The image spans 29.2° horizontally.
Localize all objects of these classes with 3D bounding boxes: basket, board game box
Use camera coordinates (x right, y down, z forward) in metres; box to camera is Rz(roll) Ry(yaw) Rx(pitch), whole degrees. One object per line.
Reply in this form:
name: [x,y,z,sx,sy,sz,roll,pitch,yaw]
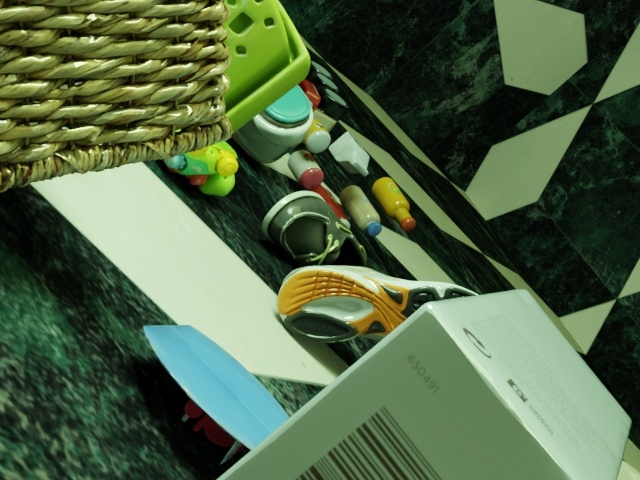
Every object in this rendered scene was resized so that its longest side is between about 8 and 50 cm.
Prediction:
basket: [-0.228,-0.172,0.854,0.299,0.223,0.213,-18,30,-42]
board game box: [-0.082,0.122,0.932,0.133,0.033,0.169,44,7,12]

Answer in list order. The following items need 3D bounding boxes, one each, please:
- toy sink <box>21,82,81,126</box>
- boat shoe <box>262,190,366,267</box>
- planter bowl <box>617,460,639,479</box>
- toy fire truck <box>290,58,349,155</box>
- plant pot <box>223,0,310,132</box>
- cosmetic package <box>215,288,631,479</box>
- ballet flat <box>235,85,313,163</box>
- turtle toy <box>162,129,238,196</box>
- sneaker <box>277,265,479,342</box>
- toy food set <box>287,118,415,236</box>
toy sink: [-0.291,-0.228,1.058,0.234,0.131,0.153,51,11,14]
boat shoe: [0.000,0.000,1.518,0.068,0.081,0.228,48,8,22]
planter bowl: [0.289,0.329,1.370,0.109,0.162,0.162,-17,63,-49]
toy fire truck: [-0.083,-0.282,2.042,0.246,0.158,0.217,30,18,-23]
plant pot: [-0.149,-0.246,1.448,0.207,0.228,0.227,50,8,-35]
cosmetic package: [0.088,0.169,0.911,0.161,0.230,0.453,51,12,11]
ballet flat: [-0.153,-0.271,1.774,0.400,0.139,0.139,56,13,21]
turtle toy: [-0.136,-0.096,1.367,0.130,0.066,0.095,39,16,-42]
sneaker: [0.080,0.072,1.342,0.262,0.099,0.121,16,9,-9]
toy food set: [0.042,-0.079,1.864,0.232,0.111,0.104,40,13,-46]
